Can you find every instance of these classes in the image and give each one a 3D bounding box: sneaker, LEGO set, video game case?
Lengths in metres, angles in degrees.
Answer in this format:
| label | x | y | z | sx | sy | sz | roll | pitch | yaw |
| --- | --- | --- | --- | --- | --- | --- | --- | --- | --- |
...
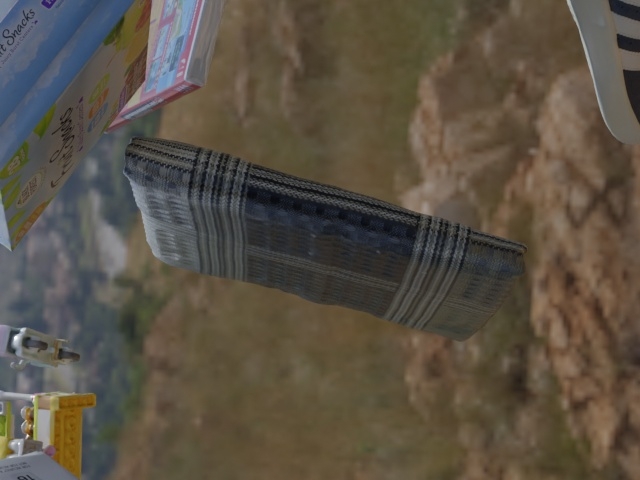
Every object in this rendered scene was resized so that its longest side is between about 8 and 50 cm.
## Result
| label | x | y | z | sx | sy | sz | roll | pitch | yaw |
| --- | --- | --- | --- | --- | --- | --- | --- | --- | --- |
| sneaker | 0.274 | -0.211 | 1.337 | 0.350 | 0.148 | 0.131 | 60 | -163 | -52 |
| LEGO set | -0.274 | 0.215 | 1.356 | 0.107 | 0.132 | 0.287 | 2 | 68 | 34 |
| video game case | -0.165 | -0.234 | 1.752 | 0.285 | 0.025 | 0.204 | -14 | 61 | 63 |

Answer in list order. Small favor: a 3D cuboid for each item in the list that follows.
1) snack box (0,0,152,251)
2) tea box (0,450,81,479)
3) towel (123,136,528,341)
| label | x | y | z | sx | sy | sz | roll | pitch | yaw |
| --- | --- | --- | --- | --- | --- | --- | --- | --- | --- |
| snack box | -0.193 | -0.099 | 1.141 | 0.174 | 0.070 | 0.207 | -55 | -3 | -17 |
| tea box | -0.203 | 0.288 | 0.800 | 0.323 | 0.329 | 0.220 | 28 | 117 | 43 |
| towel | 0.000 | 0.000 | 1.334 | 0.324 | 0.312 | 0.056 | 103 | -178 | -77 |
